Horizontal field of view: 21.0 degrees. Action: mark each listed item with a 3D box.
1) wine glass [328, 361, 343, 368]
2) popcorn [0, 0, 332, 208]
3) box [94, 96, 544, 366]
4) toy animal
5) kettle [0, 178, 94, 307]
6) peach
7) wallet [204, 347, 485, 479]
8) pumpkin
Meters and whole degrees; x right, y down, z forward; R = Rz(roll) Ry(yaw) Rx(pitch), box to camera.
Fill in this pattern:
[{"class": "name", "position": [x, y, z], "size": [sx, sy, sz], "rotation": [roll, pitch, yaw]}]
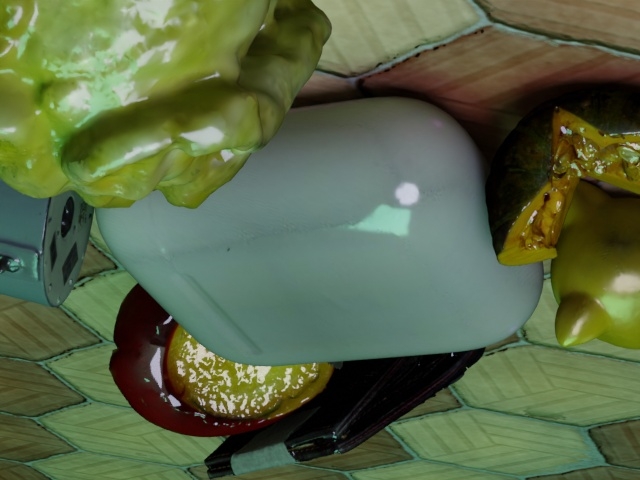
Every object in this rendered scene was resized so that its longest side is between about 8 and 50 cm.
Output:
[{"class": "wine glass", "position": [0.082, 0.050, 1.630], "size": [0.198, 0.066, 0.066], "rotation": [-31, 141, 22]}, {"class": "popcorn", "position": [-0.130, -0.159, 1.026], "size": [0.312, 0.312, 0.312], "rotation": [7, 157, 3]}, {"class": "box", "position": [0.000, -0.001, 1.487], "size": [0.349, 0.141, 0.289], "rotation": [-6, 146, 27]}, {"class": "toy animal", "position": [0.310, 0.027, 1.470], "size": [0.229, 0.156, 0.156], "rotation": [1, 156, 13]}, {"class": "kettle", "position": [-0.339, -0.022, 1.502], "size": [0.243, 0.210, 0.160], "rotation": [9, 128, 5]}, {"class": "peach", "position": [-0.092, 0.103, 1.720], "size": [0.226, 0.190, 0.196], "rotation": [-5, 146, 26]}, {"class": "wallet", "position": [0.025, 0.156, 1.788], "size": [0.221, 0.262, 0.071], "rotation": [-17, 105, 48]}, {"class": "pumpkin", "position": [0.207, -0.062, 1.346], "size": [0.183, 0.108, 0.119], "rotation": [-21, 157, 6]}]
